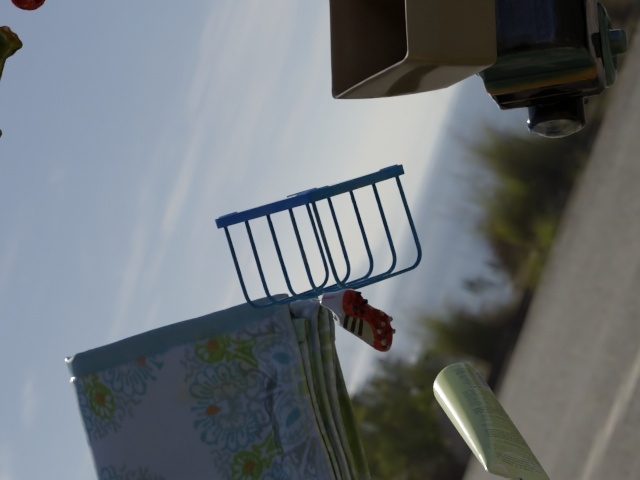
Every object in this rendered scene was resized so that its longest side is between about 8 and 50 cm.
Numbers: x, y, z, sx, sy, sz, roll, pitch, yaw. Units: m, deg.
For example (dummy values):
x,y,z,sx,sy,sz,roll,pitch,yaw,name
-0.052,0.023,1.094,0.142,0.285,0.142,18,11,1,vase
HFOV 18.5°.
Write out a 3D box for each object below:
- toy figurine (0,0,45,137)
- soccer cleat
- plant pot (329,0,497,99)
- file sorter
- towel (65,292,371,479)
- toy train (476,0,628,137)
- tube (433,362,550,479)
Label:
x,y,z,sx,sy,sz,roll,pitch,yaw,name
-0.236,-0.233,1.475,0.217,0.191,0.362,-26,-47,-63,toy figurine
0.030,0.062,1.550,0.083,0.036,0.029,45,-125,-48,soccer cleat
0.075,-0.167,1.513,0.109,0.096,0.109,-23,64,55,plant pot
0.000,0.000,1.941,0.170,0.118,0.104,-13,93,54,file sorter
-0.115,0.246,2.269,0.090,0.374,0.320,-8,-97,-56,towel
0.186,-0.261,1.710,0.190,0.142,0.334,39,-134,-69,toy train
0.192,0.220,2.257,0.240,0.070,0.062,-124,15,-62,tube
